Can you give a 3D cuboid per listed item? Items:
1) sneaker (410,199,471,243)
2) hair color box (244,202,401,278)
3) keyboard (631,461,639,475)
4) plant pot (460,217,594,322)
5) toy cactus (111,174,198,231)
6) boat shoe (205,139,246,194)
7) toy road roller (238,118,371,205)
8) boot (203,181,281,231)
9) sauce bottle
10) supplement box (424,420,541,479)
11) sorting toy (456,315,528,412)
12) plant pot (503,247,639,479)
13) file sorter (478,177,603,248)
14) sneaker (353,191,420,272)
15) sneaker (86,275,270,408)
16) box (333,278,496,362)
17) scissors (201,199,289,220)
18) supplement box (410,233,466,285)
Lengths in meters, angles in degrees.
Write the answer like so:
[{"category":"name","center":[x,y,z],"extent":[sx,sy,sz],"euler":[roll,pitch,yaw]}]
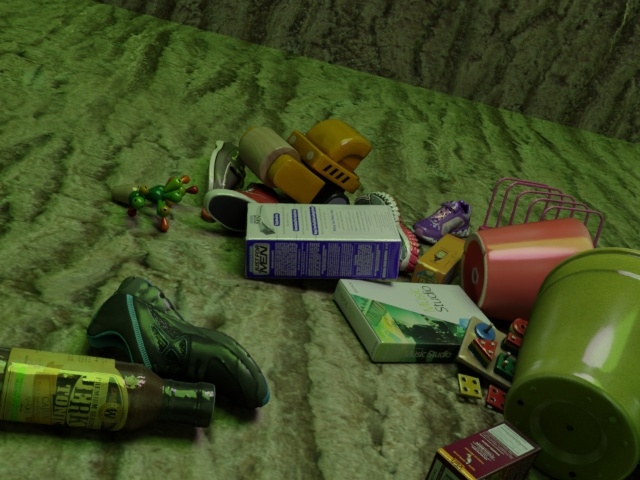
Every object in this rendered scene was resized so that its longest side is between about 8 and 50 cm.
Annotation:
[{"category":"sneaker","center":[0.340,-0.059,2.240],"extent":[0.236,0.104,0.095],"euler":[-14,41,-45]},{"category":"hair color box","center":[0.000,0.000,1.831],"extent":[0.339,0.110,0.185],"euler":[2,28,-4]},{"category":"keyboard","center":[0.612,0.438,1.515],"extent":[0.192,0.038,0.100],"euler":[9,4,-14]},{"category":"plant pot","center":[0.470,0.078,1.896],"extent":[0.243,0.274,0.275],"euler":[1,28,-8]},{"category":"toy cactus","center":[-0.399,-0.097,1.893],"extent":[0.181,0.112,0.219],"euler":[5,24,20]},{"category":"boat shoe","center":[-0.241,-0.180,2.112],"extent":[0.097,0.116,0.324],"euler":[11,20,-6]},{"category":"toy road roller","center":[-0.023,-0.220,2.099],"extent":[0.329,0.240,0.202],"euler":[30,11,-44]},{"category":"boot","center":[-0.191,-0.099,1.970],"extent":[0.244,0.088,0.176],"euler":[16,26,-35]},{"category":"sauce bottle","center":[-0.335,0.231,1.235],"extent":[0.345,0.111,0.111],"euler":[8,27,-15]},{"category":"supplement box","center":[0.259,0.377,1.320],"extent":[0.188,0.104,0.081],"euler":[-8,35,-42]},{"category":"sorting toy","center":[0.356,0.227,1.654],"extent":[0.132,0.046,0.274],"euler":[31,41,2]},{"category":"plant pot","center":[0.511,0.253,1.501],"extent":[0.366,0.366,0.353],"euler":[28,40,22]},{"category":"file sorter","center":[0.609,-0.047,2.240],"extent":[0.202,0.182,0.290],"euler":[7,18,-19]},{"category":"sneaker","center":[0.147,-0.032,2.047],"extent":[0.112,0.120,0.299],"euler":[2,31,-22]},{"category":"sneaker","center":[-0.242,0.203,1.384],"extent":[0.341,0.125,0.139],"euler":[29,56,18]},{"category":"box","center":[0.214,0.173,1.752],"extent":[0.322,0.058,0.232],"euler":[3,29,-26]},{"category":"scissors","center":[-0.188,-0.088,2.064],"extent":[0.109,0.021,0.297],"euler":[26,28,18]},{"category":"supplement box","center":[0.300,0.059,2.011],"extent":[0.078,0.080,0.233],"euler":[26,25,19]}]
